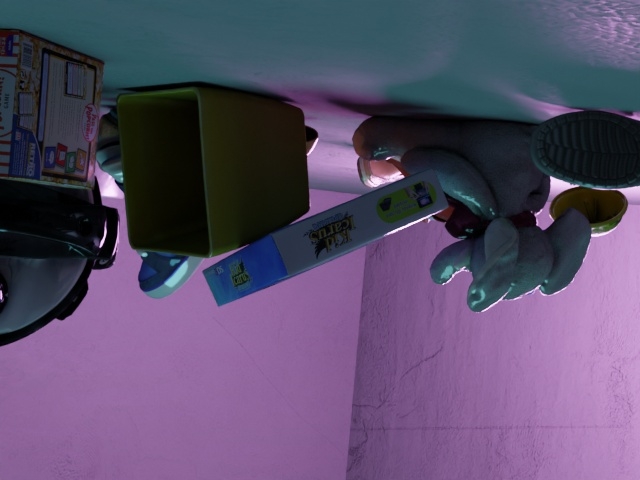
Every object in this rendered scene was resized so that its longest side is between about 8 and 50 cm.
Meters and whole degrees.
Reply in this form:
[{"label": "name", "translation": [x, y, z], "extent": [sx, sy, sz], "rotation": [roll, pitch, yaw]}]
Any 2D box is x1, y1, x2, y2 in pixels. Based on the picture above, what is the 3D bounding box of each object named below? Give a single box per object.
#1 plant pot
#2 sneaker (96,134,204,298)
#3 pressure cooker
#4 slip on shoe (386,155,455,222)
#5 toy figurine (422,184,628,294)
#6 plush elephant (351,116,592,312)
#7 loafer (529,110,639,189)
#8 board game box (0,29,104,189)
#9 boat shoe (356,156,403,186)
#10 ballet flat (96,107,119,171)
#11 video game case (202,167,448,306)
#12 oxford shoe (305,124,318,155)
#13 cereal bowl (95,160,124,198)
[{"label": "plant pot", "translation": [-0.132, -0.100, 1.619], "extent": [0.187, 0.212, 0.212], "rotation": [-10, -171, -37]}, {"label": "sneaker", "translation": [-0.264, -0.068, 1.867], "extent": [0.236, 0.323, 0.130], "rotation": [29, -145, -21]}, {"label": "pressure cooker", "translation": [-0.502, -0.029, 1.671], "extent": [0.370, 0.375, 0.420], "rotation": [-41, -158, -28]}, {"label": "slip on shoe", "translation": [0.199, -0.083, 1.978], "extent": [0.123, 0.101, 0.331], "rotation": [2, -157, -33]}, {"label": "toy figurine", "translation": [0.367, -0.005, 2.083], "extent": [0.363, 0.217, 0.191], "rotation": [1, -145, 28]}, {"label": "plush elephant", "translation": [0.236, -0.030, 1.680], "extent": [0.330, 0.255, 0.272], "rotation": [5, 180, 44]}, {"label": "loafer", "translation": [0.373, -0.100, 1.447], "extent": [0.251, 0.094, 0.087], "rotation": [5, 176, 3]}, {"label": "board game box", "translation": [-0.293, -0.132, 1.281], "extent": [0.045, 0.146, 0.193], "rotation": [5, 179, 15]}, {"label": "boat shoe", "translation": [0.129, -0.142, 2.308], "extent": [0.072, 0.068, 0.190], "rotation": [-8, -175, 23]}, {"label": "ballet flat", "translation": [-0.208, -0.136, 1.983], "extent": [0.349, 0.123, 0.123], "rotation": [5, 180, -35]}, {"label": "video game case", "translation": [0.000, 0.000, 1.593], "extent": [0.244, 0.061, 0.269], "rotation": [-22, 178, -25]}, {"label": "oxford shoe", "translation": [-0.101, -0.165, 1.767], "extent": [0.212, 0.076, 0.076], "rotation": [8, 149, -29]}, {"label": "cereal bowl", "translation": [-0.504, -0.153, 2.096], "extent": [0.339, 0.141, 0.339], "rotation": [5, 179, 0]}]
